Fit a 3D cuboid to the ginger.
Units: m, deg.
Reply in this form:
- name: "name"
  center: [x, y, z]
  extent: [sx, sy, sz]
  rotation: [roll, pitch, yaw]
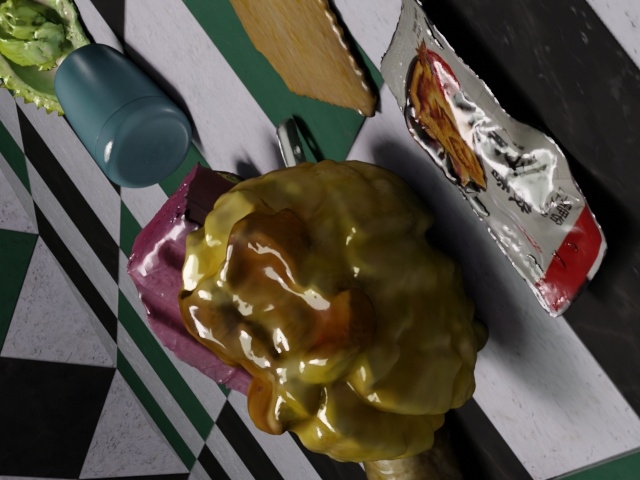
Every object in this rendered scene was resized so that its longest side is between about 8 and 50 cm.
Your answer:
- name: "ginger"
  center: [0.108, 0.262, 1.722]
  extent: [0.116, 0.109, 0.263]
  rotation: [35, 157, 45]

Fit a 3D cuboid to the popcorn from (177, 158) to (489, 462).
- name: "popcorn"
  center: [0.031, 0.068, 1.365]
  extent: [0.332, 0.225, 0.265]
  rotation: [38, -161, -55]

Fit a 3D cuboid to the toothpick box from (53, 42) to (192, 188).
- name: "toothpick box"
  center: [-0.249, -0.158, 1.933]
  extent: [0.184, 0.120, 0.120]
  rotation: [47, 164, 38]

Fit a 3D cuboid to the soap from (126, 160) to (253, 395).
- name: "soap"
  center: [-0.063, 0.067, 1.671]
  extent: [0.289, 0.112, 0.182]
  rotation: [33, 132, -14]

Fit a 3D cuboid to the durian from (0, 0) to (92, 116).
- name: "durian"
  center: [-0.375, -0.306, 2.115]
  extent: [0.169, 0.157, 0.355]
  rotation: [5, 139, 25]

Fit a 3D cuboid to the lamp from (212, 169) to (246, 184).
- name: "lamp"
  center: [-0.105, -0.002, 1.801]
  extent: [0.157, 0.135, 0.156]
  rotation: [-8, -80, -81]

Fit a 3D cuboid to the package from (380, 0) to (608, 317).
- name: "package"
  center: [0.118, -0.065, 1.113]
  extent: [0.239, 0.030, 0.154]
  rotation: [53, 164, 14]

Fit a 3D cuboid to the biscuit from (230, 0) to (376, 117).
- name: "biscuit"
  center: [-0.045, -0.217, 1.346]
  extent: [0.237, 0.013, 0.232]
  rotation: [62, 164, -23]

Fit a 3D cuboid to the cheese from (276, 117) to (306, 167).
- name: "cheese"
  center: [0.000, 0.000, 1.552]
  extent: [0.127, 0.054, 0.251]
  rotation: [-57, -47, -63]
